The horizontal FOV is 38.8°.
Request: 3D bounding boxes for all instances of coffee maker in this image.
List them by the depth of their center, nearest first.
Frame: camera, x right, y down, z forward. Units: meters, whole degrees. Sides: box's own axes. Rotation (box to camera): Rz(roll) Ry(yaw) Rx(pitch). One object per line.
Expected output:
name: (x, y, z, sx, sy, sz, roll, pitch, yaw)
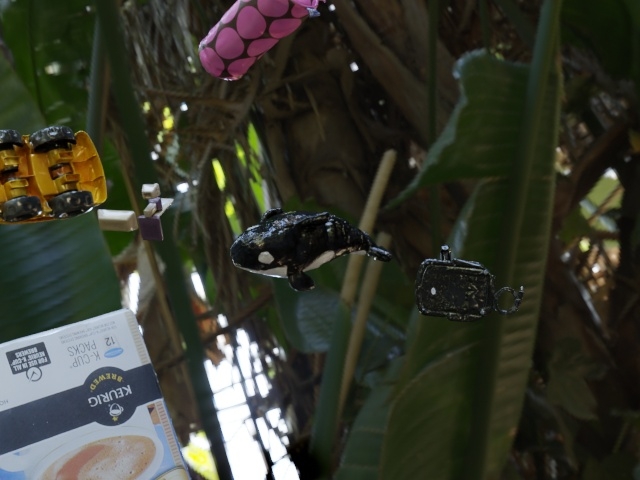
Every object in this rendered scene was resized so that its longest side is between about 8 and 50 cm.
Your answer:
coffee maker: (0.250, 0.093, 1.560, 0.120, 0.171, 0.178, -62, -11, 3)

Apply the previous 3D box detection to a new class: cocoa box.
cocoa box: (-0.334, 0.238, 0.867, 0.347, 0.228, 0.231, -15, -10, -38)

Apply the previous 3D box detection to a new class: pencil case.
pencil case: (-0.093, -0.330, 1.402, 0.209, 0.095, 0.098, -31, -19, 37)

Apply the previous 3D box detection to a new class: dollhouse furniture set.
dollhouse furniture set: (-0.292, -0.061, 1.434, 0.114, 0.081, 0.091, 3, -59, 15)

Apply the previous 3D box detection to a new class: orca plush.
orca plush: (0.000, 0.000, 1.479, 0.287, 0.151, 0.102, 11, -34, -27)

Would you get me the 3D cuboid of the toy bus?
toy bus: (-0.515, -0.091, 1.563, 0.220, 0.149, 0.211, -11, -9, -46)
